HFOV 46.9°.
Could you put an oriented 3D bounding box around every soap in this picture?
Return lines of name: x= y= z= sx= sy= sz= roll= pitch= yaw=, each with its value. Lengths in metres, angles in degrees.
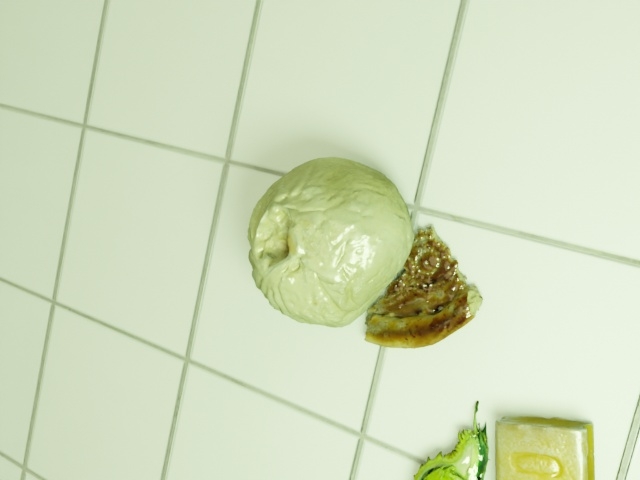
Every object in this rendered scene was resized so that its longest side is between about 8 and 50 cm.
soap: x=0.407 y=0.462 z=1.333 sx=0.174 sy=0.089 sz=0.274 roll=-2 pitch=88 yaw=31

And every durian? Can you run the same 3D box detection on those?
durian: x=0.241 y=0.491 z=1.418 sx=0.107 sy=0.132 sz=0.375 roll=14 pitch=94 yaw=-13

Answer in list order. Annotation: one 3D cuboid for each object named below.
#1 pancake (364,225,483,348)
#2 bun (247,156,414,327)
pancake: x=0.192 y=0.095 z=1.478 sx=0.266 sy=0.057 sz=0.244 roll=-5 pitch=86 yaw=32
bun: x=0.000 y=0.000 z=1.479 sx=0.353 sy=0.227 sz=0.348 roll=6 pitch=89 yaw=37
